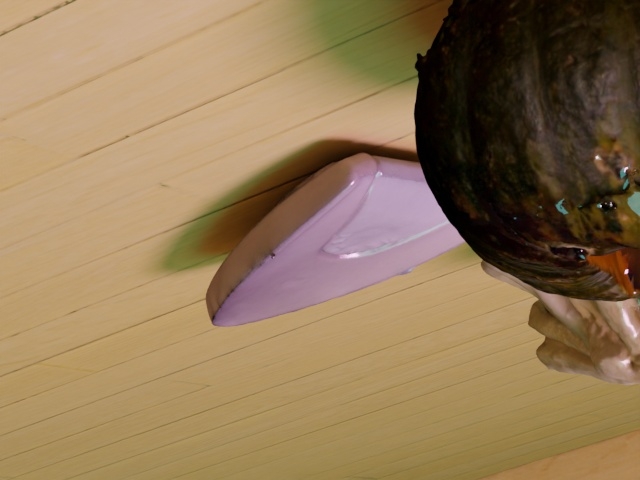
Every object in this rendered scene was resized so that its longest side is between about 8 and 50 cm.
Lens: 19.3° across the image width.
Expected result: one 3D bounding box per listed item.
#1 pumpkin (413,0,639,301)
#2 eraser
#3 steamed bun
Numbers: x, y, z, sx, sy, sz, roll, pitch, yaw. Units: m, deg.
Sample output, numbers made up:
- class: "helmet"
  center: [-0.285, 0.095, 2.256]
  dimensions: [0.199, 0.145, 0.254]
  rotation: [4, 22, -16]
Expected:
- class: "pumpkin"
  center: [0.206, -0.081, 1.101]
  dimensions: [0.320, 0.192, 0.320]
  rotation: [-14, 164, -4]
- class: "eraser"
  center: [-0.001, -0.001, 1.447]
  dimensions: [0.243, 0.059, 0.204]
  rotation: [-29, 159, 34]
- class: "steamed bun"
  center: [0.268, 0.019, 1.477]
  dimensions: [0.247, 0.189, 0.428]
  rotation: [-33, -167, -25]
